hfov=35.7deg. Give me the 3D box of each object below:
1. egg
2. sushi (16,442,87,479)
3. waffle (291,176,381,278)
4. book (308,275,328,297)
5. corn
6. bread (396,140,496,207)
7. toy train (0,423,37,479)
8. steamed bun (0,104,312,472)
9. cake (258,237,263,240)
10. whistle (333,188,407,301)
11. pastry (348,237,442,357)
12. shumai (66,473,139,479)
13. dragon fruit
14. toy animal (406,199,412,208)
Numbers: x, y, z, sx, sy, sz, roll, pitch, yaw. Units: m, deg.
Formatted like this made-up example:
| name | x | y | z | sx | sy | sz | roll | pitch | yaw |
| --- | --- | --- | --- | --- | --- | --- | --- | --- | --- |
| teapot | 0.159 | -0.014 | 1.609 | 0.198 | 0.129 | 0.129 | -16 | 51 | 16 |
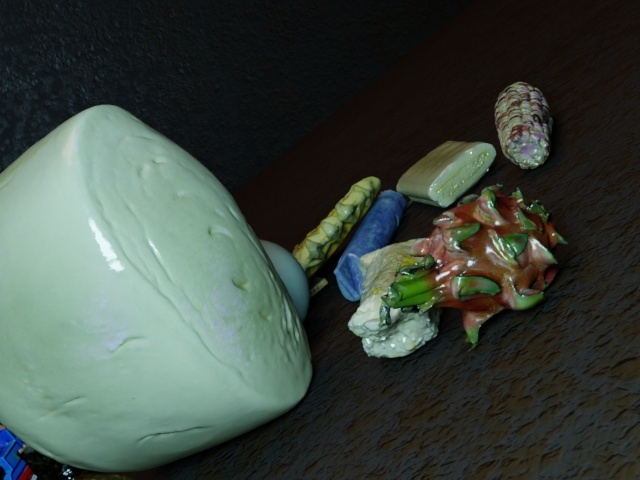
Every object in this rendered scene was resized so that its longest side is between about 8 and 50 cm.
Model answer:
| name | x | y | z | sx | sy | sz | roll | pitch | yaw |
| --- | --- | --- | --- | --- | --- | --- | --- | --- | --- |
| egg | -0.126 | 0.100 | 1.516 | 0.264 | 0.183 | 0.183 | -34 | 10 | 45 |
| sushi | -0.407 | 0.324 | 1.640 | 0.147 | 0.115 | 0.212 | -41 | 13 | -4 |
| waffle | 0.002 | 0.002 | 1.666 | 0.261 | 0.056 | 0.250 | -47 | 1 | -42 |
| book | -0.103 | 0.138 | 1.708 | 0.241 | 0.018 | 0.170 | -39 | 12 | -12 |
| corn | 0.316 | -0.176 | 1.545 | 0.092 | 0.092 | 0.280 | -32 | 15 | 21 |
| bread | 0.210 | -0.112 | 1.655 | 0.139 | 0.060 | 0.178 | -39 | 12 | -4 |
| toy train | -0.545 | 0.395 | 1.723 | 0.082 | 0.131 | 0.204 | -35 | 12 | 8 |
| steamed bun | -0.247 | 0.095 | 1.241 | 0.371 | 0.456 | 0.290 | -27 | 24 | 32 |
| cake | -0.146 | 0.070 | 1.878 | 0.135 | 0.098 | 0.287 | -46 | 6 | 20 |
| whistle | 0.079 | 0.003 | 1.596 | 0.062 | 0.062 | 0.304 | -31 | 14 | 28 |
| pastry | 0.102 | 0.065 | 1.218 | 0.121 | 0.089 | 0.258 | -31 | 14 | 14 |
| shumai | -0.306 | 0.359 | 1.298 | 0.123 | 0.139 | 0.105 | 107 | 172 | -60 |
| dragon fruit | 0.160 | 0.034 | 1.058 | 0.236 | 0.137 | 0.135 | -41 | -3 | -26 |
| toy animal | 0.132 | -0.063 | 1.769 | 0.050 | 0.028 | 0.084 | -34 | 8 | -32 |
